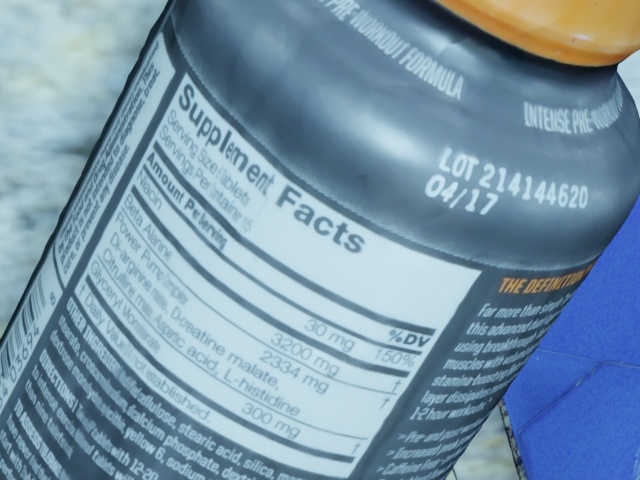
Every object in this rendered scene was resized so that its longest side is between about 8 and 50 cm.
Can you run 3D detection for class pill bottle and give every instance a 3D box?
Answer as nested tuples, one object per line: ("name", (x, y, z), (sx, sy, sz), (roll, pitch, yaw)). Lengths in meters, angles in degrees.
("pill bottle", (0.000, 0.000, 0.476), (0.130, 0.130, 0.246), (16, 122, -26))

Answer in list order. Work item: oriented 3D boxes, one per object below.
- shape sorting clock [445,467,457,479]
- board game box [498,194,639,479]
("shape sorting clock", (-0.049, 0.116, 0.655), (0.206, 0.040, 0.206), (-6, 136, -6))
("board game box", (0.244, 0.059, 0.587), (0.291, 0.141, 0.232), (24, 126, -31))
